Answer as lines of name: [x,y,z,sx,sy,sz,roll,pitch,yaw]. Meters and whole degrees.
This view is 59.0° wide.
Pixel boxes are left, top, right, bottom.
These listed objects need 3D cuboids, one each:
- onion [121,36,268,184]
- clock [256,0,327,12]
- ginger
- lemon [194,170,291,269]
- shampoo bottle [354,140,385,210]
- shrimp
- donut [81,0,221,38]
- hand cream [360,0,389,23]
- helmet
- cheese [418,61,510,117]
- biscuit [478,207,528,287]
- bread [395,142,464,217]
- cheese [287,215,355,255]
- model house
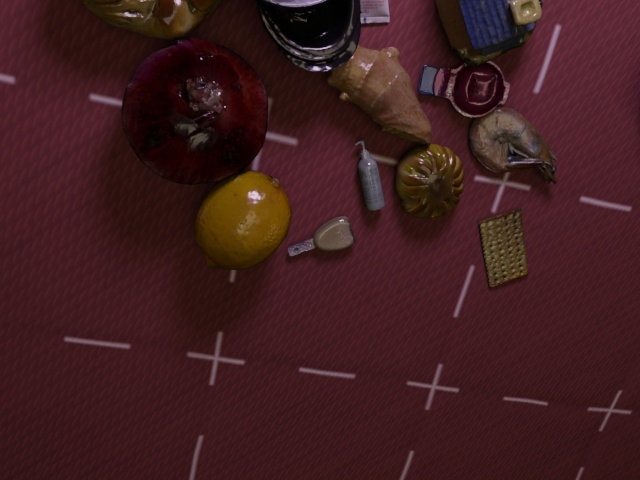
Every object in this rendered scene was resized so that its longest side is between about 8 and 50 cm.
onion: [-0.278,-0.297,1.307,0.348,0.285,0.347,-1,92,-18]
clock: [-0.061,-0.645,1.188,0.319,0.066,0.318,-1,96,-10]
ginger: [0.167,-0.366,1.448,0.190,0.126,0.354,-45,114,-3]
lemon: [-0.197,-0.050,1.443,0.263,0.236,0.235,-23,113,13]
shampoo bottle: [0.133,-0.180,1.543,0.056,0.056,0.195,-15,112,-4]
shrimp: [0.546,-0.245,1.587,0.317,0.077,0.168,40,109,-16]
donut: [-0.372,-0.617,1.235,0.361,0.170,0.360,-3,108,-9]
hand cream: [0.112,-0.651,1.362,0.133,0.083,0.247,-3,121,-8]
helmet: [-0.031,-0.535,1.324,0.231,0.160,0.278,-26,109,-5]
cheese: [0.382,-0.409,1.498,0.244,0.062,0.155,7,106,-5]
biscuit: [0.559,0.024,1.713,0.139,0.016,0.231,-18,112,-2]
bread: [0.307,-0.160,1.557,0.214,0.104,0.213,-4,109,-11]
cheese: [0.000,0.000,1.596,0.192,0.037,0.097,-20,111,-3]
model house: [0.423,-0.595,1.309,0.261,0.266,0.321,-21,104,1]
